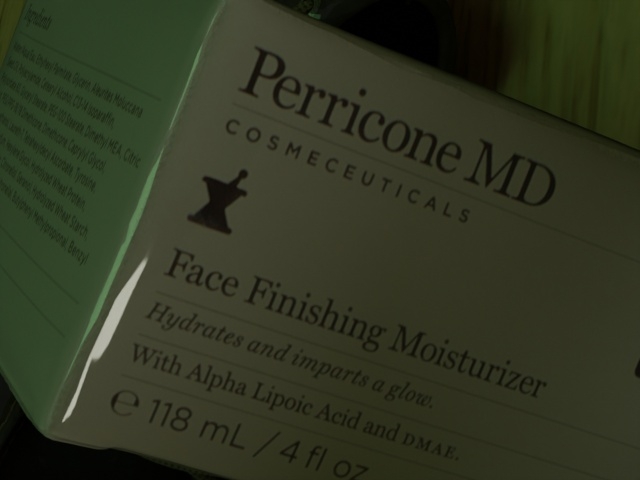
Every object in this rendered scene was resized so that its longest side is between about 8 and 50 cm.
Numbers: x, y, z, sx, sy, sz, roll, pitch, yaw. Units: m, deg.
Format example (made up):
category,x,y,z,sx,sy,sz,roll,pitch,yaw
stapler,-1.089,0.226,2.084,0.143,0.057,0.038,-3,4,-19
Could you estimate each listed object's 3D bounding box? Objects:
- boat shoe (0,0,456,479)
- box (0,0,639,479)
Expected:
category,x,y,z,sx,sy,sz,roll,pitch,yaw
boat shoe,-0.058,0.028,0.649,0.355,0.132,0.130,-66,23,11
box,0.000,0.000,0.492,0.182,0.181,0.119,31,101,65
